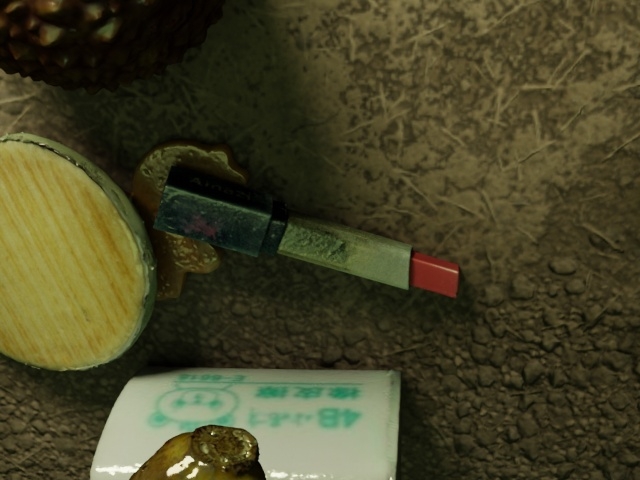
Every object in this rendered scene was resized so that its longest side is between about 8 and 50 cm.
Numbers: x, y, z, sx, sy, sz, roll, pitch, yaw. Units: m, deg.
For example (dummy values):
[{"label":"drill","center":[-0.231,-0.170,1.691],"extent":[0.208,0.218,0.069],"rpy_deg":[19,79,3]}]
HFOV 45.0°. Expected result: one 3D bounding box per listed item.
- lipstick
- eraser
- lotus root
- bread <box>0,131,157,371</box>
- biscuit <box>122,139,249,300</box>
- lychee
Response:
[{"label":"lipstick","center":[0.000,0.000,0.749],"extent":[0.312,0.051,0.051],"rpy_deg":[16,113,-10]},{"label":"eraser","center":[-0.062,0.203,0.783],"extent":[0.290,0.189,0.104],"rpy_deg":[0,119,5]},{"label":"lotus root","center":[-0.121,0.259,0.644],"extent":[0.124,0.123,0.241],"rpy_deg":[18,119,-13]},{"label":"bread","center":[-0.283,0.017,0.779],"extent":[0.267,0.040,0.267],"rpy_deg":[7,114,15]},{"label":"biscuit","center":[-0.155,-0.024,0.778],"extent":[0.133,0.027,0.184],"rpy_deg":[19,113,-4]},{"label":"lychee","center":[-0.204,-0.231,0.584],"extent":[0.271,0.271,0.271],"rpy_deg":[2,114,4]}]
